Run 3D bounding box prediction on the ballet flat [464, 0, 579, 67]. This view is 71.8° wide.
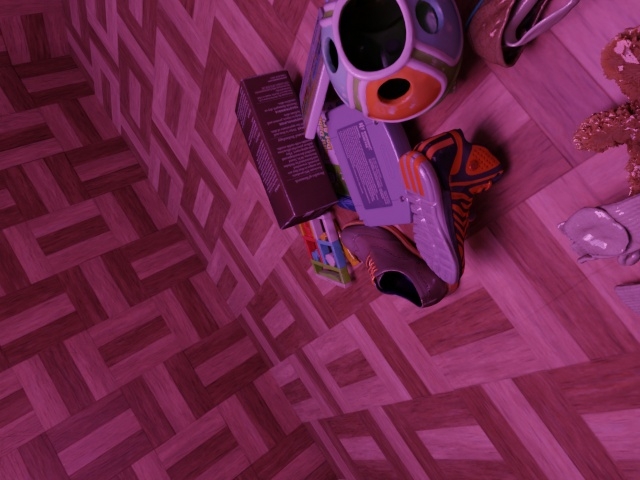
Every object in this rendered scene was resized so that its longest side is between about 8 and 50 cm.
[{"bbox_3d":[0.315,-0.377,0.589,0.124,0.116,0.342,62,153,22],"label":"ballet flat"}]

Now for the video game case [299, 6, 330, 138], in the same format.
[{"bbox_3d":[-0.008,-0.383,1.015,0.206,0.026,0.226,-98,20,-45],"label":"video game case"}]

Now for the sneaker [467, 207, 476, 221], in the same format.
[{"bbox_3d":[0.280,-0.071,0.967,0.119,0.047,0.057,48,158,23],"label":"sneaker"}]

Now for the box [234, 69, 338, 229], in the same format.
[{"bbox_3d":[-0.100,-0.238,1.205,0.191,0.143,0.380,151,100,-72],"label":"box"}]

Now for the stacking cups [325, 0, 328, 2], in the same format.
[{"bbox_3d":[0.038,-0.508,0.916,0.316,0.096,0.096,59,149,5],"label":"stacking cups"}]

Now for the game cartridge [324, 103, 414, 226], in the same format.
[{"bbox_3d":[0.123,-0.175,0.998,0.196,0.060,0.294,1,115,59],"label":"game cartridge"}]

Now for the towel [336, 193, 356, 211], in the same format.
[{"bbox_3d":[0.081,-0.102,1.212,0.120,0.029,0.067,19,166,46],"label":"towel"}]

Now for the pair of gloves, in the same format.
[{"bbox_3d":[0.484,0.036,0.661,0.240,0.042,0.204,46,164,-2],"label":"pair of gloves"}]

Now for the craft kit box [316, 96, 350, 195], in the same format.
[{"bbox_3d":[0.092,-0.226,1.100,0.247,0.061,0.249,23,132,49],"label":"craft kit box"}]

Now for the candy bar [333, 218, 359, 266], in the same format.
[{"bbox_3d":[0.069,0.006,1.347,0.161,0.018,0.040,60,150,3],"label":"candy bar"}]

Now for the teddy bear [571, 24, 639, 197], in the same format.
[{"bbox_3d":[0.481,-0.135,0.585,0.337,0.113,0.245,57,156,-8],"label":"teddy bear"}]

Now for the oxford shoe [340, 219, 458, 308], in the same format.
[{"bbox_3d":[0.164,0.051,1.137,0.364,0.133,0.129,29,137,41],"label":"oxford shoe"}]

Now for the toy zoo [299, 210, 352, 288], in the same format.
[{"bbox_3d":[0.000,0.000,1.408,0.192,0.030,0.293,13,125,60],"label":"toy zoo"}]

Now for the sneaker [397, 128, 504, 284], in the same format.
[{"bbox_3d":[0.274,-0.065,0.858,0.124,0.180,0.321,43,159,50],"label":"sneaker"}]

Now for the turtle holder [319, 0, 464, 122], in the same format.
[{"bbox_3d":[0.115,-0.361,0.730,0.244,0.227,0.319,12,108,19],"label":"turtle holder"}]
